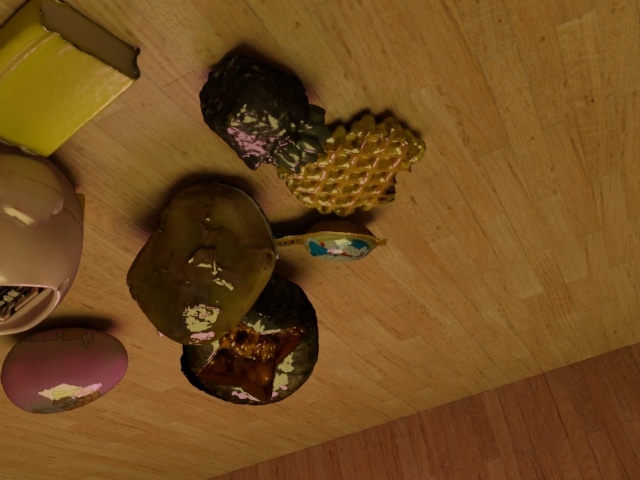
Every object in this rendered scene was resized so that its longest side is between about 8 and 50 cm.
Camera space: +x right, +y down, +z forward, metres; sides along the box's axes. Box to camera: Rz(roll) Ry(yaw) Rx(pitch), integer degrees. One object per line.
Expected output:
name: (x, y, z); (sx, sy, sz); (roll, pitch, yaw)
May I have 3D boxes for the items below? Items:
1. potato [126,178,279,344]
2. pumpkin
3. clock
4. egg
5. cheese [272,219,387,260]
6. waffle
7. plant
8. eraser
potato: (-0.214, 0.060, 1.242); (0.246, 0.196, 0.300); (23, 126, -9)
pumpkin: (-0.150, 0.212, 1.511); (0.320, 0.192, 0.320); (0, 111, 1)
clock: (-0.568, -0.003, 1.037); (0.368, 0.250, 0.376); (-32, 144, 32)
egg: (-0.581, 0.289, 1.571); (0.271, 0.196, 0.196); (-22, 150, -8)
cheese: (0.000, 0.000, 1.405); (0.270, 0.069, 0.177); (2, 169, 2)
waffle: (0.066, -0.127, 1.252); (0.291, 0.051, 0.291); (-7, 150, -4)
plant: (-0.081, -0.184, 1.036); (0.132, 0.129, 0.194); (-28, 142, 29)
eraser: (-0.377, -0.215, 0.937); (0.226, 0.069, 0.158); (-31, 147, 27)
